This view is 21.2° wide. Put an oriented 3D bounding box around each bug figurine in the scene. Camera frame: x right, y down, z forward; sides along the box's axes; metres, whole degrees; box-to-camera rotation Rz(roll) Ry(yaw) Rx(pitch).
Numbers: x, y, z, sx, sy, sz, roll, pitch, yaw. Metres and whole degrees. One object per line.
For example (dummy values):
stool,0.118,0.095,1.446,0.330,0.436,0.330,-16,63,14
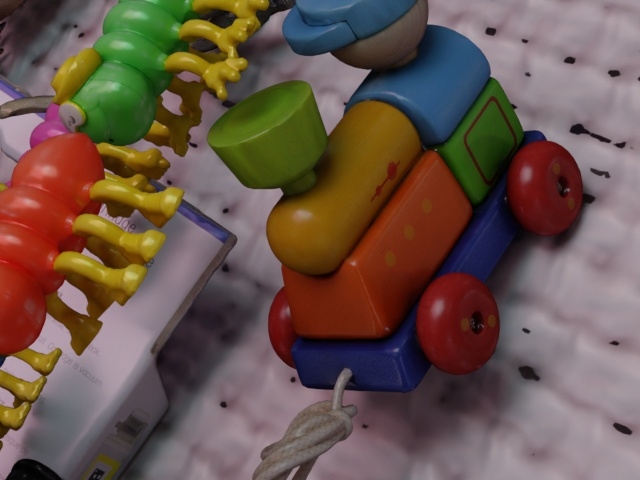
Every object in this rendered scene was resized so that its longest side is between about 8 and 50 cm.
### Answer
bug figurine,-0.115,-0.004,0.705,0.216,0.072,0.279,-65,10,-28

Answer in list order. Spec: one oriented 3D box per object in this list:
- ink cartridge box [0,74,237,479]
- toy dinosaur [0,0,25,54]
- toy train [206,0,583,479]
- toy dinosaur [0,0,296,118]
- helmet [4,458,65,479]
ink cartridge box,-0.237,0.054,0.886,0.304,0.072,0.307,34,82,22
toy dinosaur,-0.220,-0.195,1.133,0.295,0.127,0.200,-60,1,-36
toy train,0.000,0.000,0.700,0.105,0.143,0.248,-3,39,42
toy dinosaur,-0.063,-0.125,0.923,0.118,0.064,0.268,-15,20,27
helmet,-0.142,0.192,0.716,0.169,0.161,0.169,-7,25,4
